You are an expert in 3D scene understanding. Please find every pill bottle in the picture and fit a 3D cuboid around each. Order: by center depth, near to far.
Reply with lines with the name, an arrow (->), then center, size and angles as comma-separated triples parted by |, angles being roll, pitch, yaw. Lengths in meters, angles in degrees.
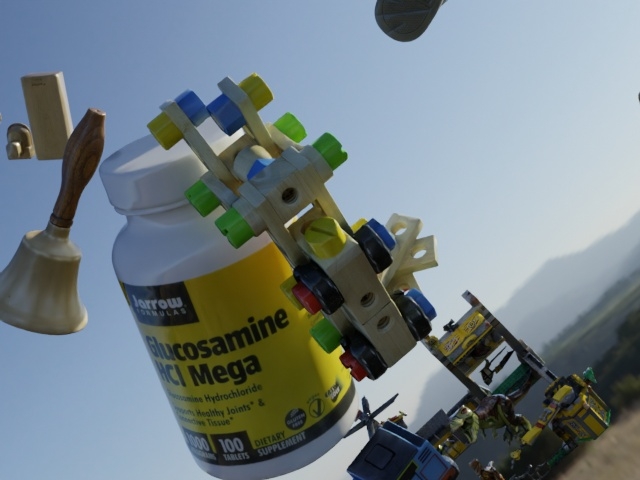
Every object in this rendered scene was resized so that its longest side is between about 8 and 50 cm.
pill bottle -> -0.094, 0.056, 1.074 | 0.187, 0.334, 0.188 | -17, 21, 7

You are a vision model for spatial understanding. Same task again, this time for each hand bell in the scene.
hand bell -> -0.282, -0.032, 1.178 | 0.126, 0.126, 0.242 | -17, -48, -64

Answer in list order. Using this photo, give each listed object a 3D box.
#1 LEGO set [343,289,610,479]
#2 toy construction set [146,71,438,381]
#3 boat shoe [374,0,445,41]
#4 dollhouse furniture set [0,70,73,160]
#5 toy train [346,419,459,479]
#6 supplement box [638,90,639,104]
LEGO set -> 0.185, 0.223, 1.401 | 0.331, 0.192, 0.255 | -41, 29, 10
toy construction set -> 0.000, 0.000, 0.962 | 0.151, 0.215, 0.327 | -50, -46, 2
boat shoe -> 0.189, -0.435, 1.568 | 0.320, 0.118, 0.103 | -59, -4, 34
dollhouse furniture set -> -0.405, -0.193, 1.482 | 0.151, 0.144, 0.123 | -3, 21, 9
toy train -> 0.052, 0.257, 0.971 | 0.184, 0.105, 0.080 | -49, 30, -14
supplement box -> 0.311, -0.093, 0.632 | 0.194, 0.129, 0.191 | -53, -34, -2
